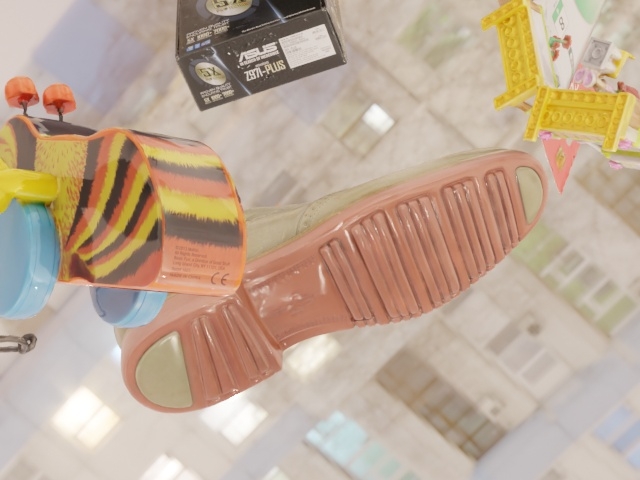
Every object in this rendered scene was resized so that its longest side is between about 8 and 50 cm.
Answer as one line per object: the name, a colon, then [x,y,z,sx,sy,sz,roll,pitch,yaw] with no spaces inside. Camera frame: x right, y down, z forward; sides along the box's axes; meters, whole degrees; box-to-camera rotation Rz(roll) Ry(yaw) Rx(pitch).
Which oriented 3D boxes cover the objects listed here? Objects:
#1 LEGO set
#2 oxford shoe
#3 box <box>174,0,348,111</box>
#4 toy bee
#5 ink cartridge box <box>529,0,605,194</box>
LEGO set: [0.223,-0.132,1.156,0.107,0.132,0.287,21,-163,-40]
oxford shoe: [0.000,0.000,1.208,0.146,0.397,0.140,-120,10,-51]
box: [-0.068,-0.239,1.591,0.147,0.180,0.077,-95,-15,-52]
toy bee: [-0.158,-0.028,0.826,0.195,0.298,0.162,16,-111,-58]
ink cartridge box: [0.251,-0.186,1.388,0.225,0.056,0.181,62,-139,-35]
